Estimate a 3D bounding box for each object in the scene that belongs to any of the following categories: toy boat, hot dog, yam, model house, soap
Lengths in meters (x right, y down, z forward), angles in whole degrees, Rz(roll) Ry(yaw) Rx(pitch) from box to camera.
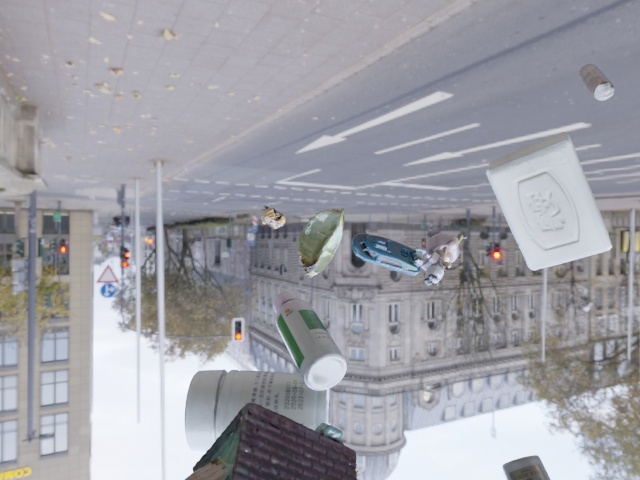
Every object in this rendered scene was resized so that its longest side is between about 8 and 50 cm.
[{"bbox_3d":[0.273,0.035,1.785,0.298,0.134,0.092,18,140,-12],"label":"toy boat"},{"bbox_3d":[-0.106,-0.054,0.996,0.056,0.041,0.133,25,171,-12],"label":"hot dog"},{"bbox_3d":[0.681,-0.399,1.115,0.046,0.046,0.264,0,-150,22],"label":"yam"},{"bbox_3d":[-0.093,0.408,0.761,0.280,0.249,0.229,37,149,-25],"label":"model house"},{"bbox_3d":[0.347,-0.057,0.686,0.121,0.183,0.064,-21,-165,35],"label":"soap"}]

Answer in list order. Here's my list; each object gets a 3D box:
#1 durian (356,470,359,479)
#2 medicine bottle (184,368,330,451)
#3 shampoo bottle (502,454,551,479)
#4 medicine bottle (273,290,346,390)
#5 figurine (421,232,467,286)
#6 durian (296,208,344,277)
[{"bbox_3d":[0.033,0.761,1.446,0.165,0.132,0.182,9,150,-14],"label":"durian"},{"bbox_3d":[-0.144,0.412,1.077,0.331,0.190,0.190,2,180,3],"label":"medicine bottle"},{"bbox_3d":[0.455,0.564,0.906,0.086,0.228,0.056,-19,137,7],"label":"shampoo bottle"},{"bbox_3d":[-0.035,0.201,0.965,0.095,0.095,0.260,0,-155,-25],"label":"medicine bottle"},{"bbox_3d":[0.388,0.049,1.457,0.111,0.229,0.137,30,144,6],"label":"figurine"},{"bbox_3d":[0.000,0.000,1.494,0.144,0.252,0.139,37,177,-3],"label":"durian"}]
